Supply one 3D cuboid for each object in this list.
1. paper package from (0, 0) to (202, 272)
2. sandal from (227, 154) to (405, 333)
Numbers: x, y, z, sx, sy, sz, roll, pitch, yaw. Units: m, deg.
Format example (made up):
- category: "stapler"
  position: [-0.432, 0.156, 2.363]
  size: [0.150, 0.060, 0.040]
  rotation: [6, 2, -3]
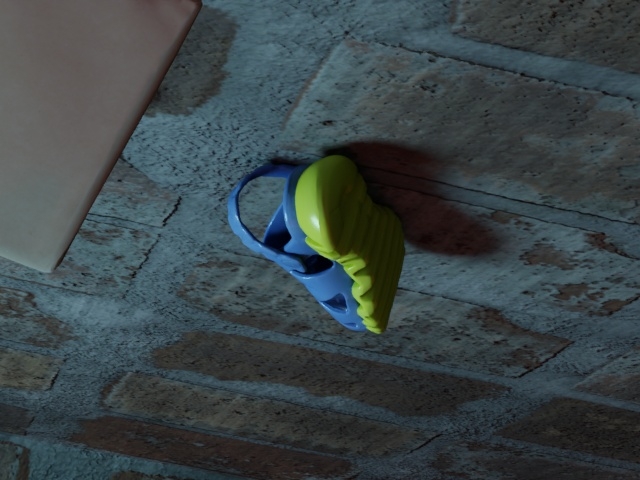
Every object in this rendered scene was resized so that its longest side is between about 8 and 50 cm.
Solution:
- category: "paper package"
  position: [-0.273, -0.172, 1.358]
  size: [0.324, 0.168, 0.309]
  rotation: [22, 132, -15]
- category: "sandal"
  position: [0.000, 0.000, 2.050]
  size: [0.138, 0.126, 0.317]
  rotation: [5, 153, 22]
